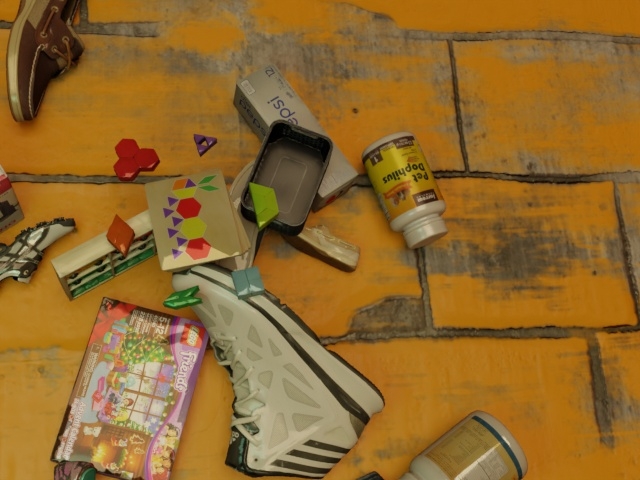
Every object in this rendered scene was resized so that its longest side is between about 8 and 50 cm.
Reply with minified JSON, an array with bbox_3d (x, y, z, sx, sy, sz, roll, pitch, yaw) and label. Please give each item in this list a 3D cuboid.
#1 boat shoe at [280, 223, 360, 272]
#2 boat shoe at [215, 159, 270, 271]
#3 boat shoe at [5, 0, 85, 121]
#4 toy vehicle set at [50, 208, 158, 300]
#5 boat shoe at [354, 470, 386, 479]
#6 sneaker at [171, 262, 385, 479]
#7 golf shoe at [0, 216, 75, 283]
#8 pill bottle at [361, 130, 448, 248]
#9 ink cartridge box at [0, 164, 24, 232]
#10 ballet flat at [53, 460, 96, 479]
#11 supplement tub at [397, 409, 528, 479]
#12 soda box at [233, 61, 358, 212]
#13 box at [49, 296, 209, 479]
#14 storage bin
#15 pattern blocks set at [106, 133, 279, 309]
[{"bbox_3d":[0.000,0.000,1.599,0.170,0.063,0.059,29,67,-11],"label":"boat shoe"},{"bbox_3d":[-0.140,-0.029,1.569,0.095,0.079,0.254,12,74,-9],"label":"boat shoe"},{"bbox_3d":[-0.514,-0.380,1.589,0.123,0.123,0.342,7,66,-7],"label":"boat shoe"},{"bbox_3d":[-0.339,0.009,1.473,0.267,0.166,0.035,-30,80,-17],"label":"toy vehicle set"},{"bbox_3d":[0.058,0.478,1.441,0.183,0.065,0.083,-29,39,-28],"label":"boat shoe"},{"bbox_3d":[-0.120,0.244,1.417,0.447,0.169,0.257,40,70,-10],"label":"sneaker"},{"bbox_3d":[-0.522,0.026,1.491,0.198,0.077,0.094,-27,94,-13],"label":"golf shoe"},{"bbox_3d":[0.170,-0.097,1.627,0.117,0.117,0.215,-19,78,-16],"label":"pill bottle"},{"bbox_3d":[-0.612,-0.063,1.407,0.172,0.237,0.100,-35,85,-19],"label":"ink cartridge box"},{"bbox_3d":[-0.411,0.468,1.359,0.079,0.077,0.221,2,91,20],"label":"ballet flat"},{"bbox_3d":[0.249,0.412,1.470,0.200,0.144,0.144,-34,82,-18],"label":"supplement tub"},{"bbox_3d":[-0.053,-0.200,1.628,0.091,0.098,0.286,-34,82,-18],"label":"soda box"},{"bbox_3d":[-0.325,0.264,1.453,0.201,0.057,0.293,16,71,-7],"label":"box"},{"bbox_3d":[-0.062,-0.112,1.510,0.122,0.084,0.180,21,75,0],"label":"storage bin"},{"bbox_3d":[-0.213,-0.038,1.396,0.286,0.026,0.324,-4,63,-7],"label":"pattern blocks set"}]
